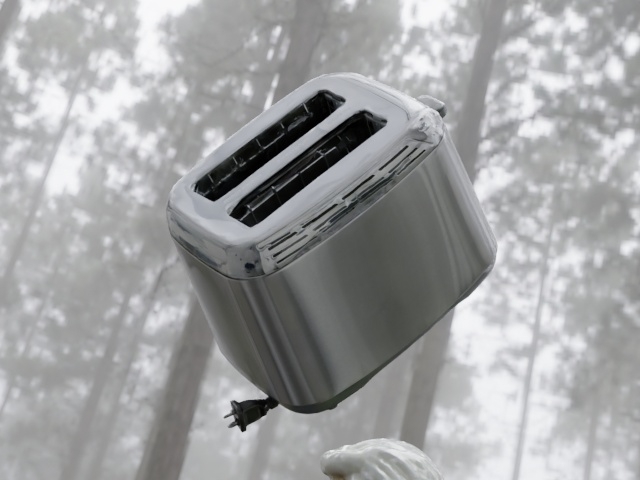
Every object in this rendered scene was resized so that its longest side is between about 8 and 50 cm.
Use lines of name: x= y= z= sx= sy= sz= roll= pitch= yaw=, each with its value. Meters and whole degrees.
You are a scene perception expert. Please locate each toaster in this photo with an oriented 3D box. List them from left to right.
toaster: x=0.000 y=0.000 z=0.825 sx=0.129 sy=0.227 sz=0.146 roll=34 pitch=-25 yaw=45

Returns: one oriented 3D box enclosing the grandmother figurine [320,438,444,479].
grandmother figurine: x=-0.042 y=0.277 z=0.936 sx=0.104 sy=0.342 sz=0.208 roll=49 pitch=-10 yaw=-26
